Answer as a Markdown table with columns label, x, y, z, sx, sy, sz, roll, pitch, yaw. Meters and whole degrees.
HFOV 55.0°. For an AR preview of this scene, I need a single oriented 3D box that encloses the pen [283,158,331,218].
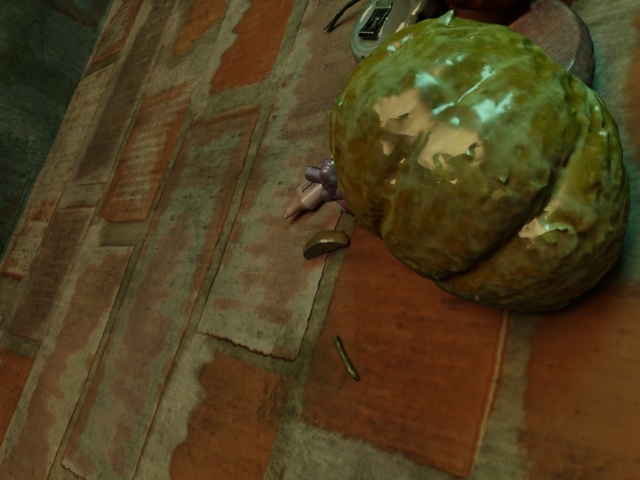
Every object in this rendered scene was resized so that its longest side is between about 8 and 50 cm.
| label | x | y | z | sx | sy | sz | roll | pitch | yaw |
| --- | --- | --- | --- | --- | --- | --- | --- | --- | --- |
| pen | 0.005 | -0.101 | 1.039 | 0.197 | 0.032 | 0.053 | -43 | 43 | 19 |

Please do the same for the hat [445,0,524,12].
| label | x | y | z | sx | sy | sz | roll | pitch | yaw |
| --- | --- | --- | --- | --- | --- | --- | --- | --- | --- |
| hat | 0.253 | -0.484 | 0.740 | 0.400 | 0.286 | 0.285 | 137 | 143 | -57 |

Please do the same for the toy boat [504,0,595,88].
| label | x | y | z | sx | sy | sz | roll | pitch | yaw |
| --- | --- | --- | --- | --- | --- | --- | --- | --- | --- |
| toy boat | 0.276 | -0.217 | 0.797 | 0.155 | 0.085 | 0.227 | -25 | 40 | 25 |

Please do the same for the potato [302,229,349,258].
| label | x | y | z | sx | sy | sz | roll | pitch | yaw |
| --- | --- | --- | --- | --- | --- | --- | --- | --- | --- |
| potato | 0.000 | -0.001 | 0.981 | 0.093 | 0.036 | 0.037 | -19 | 58 | 40 |

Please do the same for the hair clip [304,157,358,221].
| label | x | y | z | sx | sy | sz | roll | pitch | yaw |
| --- | --- | --- | --- | --- | --- | --- | --- | --- | --- |
| hair clip | 0.087 | -0.080 | 0.871 | 0.279 | 0.137 | 0.090 | -6 | 50 | 36 |

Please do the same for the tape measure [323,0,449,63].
| label | x | y | z | sx | sy | sz | roll | pitch | yaw |
| --- | --- | --- | --- | --- | --- | --- | --- | --- | --- |
| tape measure | 0.069 | -0.373 | 1.091 | 0.330 | 0.084 | 0.163 | 18 | 77 | 49 |

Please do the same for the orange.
| label | x | y | z | sx | sy | sz | roll | pitch | yaw |
| --- | --- | --- | --- | --- | --- | --- | --- | --- | --- |
| orange | 0.149 | -0.095 | 0.658 | 0.271 | 0.210 | 0.368 | -49 | 61 | 16 |

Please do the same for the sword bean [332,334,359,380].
| label | x | y | z | sx | sy | sz | roll | pitch | yaw |
| --- | --- | --- | --- | --- | --- | --- | --- | --- | --- |
| sword bean | 0.035 | 0.166 | 0.867 | 0.012 | 0.012 | 0.083 | -47 | 43 | 17 |
